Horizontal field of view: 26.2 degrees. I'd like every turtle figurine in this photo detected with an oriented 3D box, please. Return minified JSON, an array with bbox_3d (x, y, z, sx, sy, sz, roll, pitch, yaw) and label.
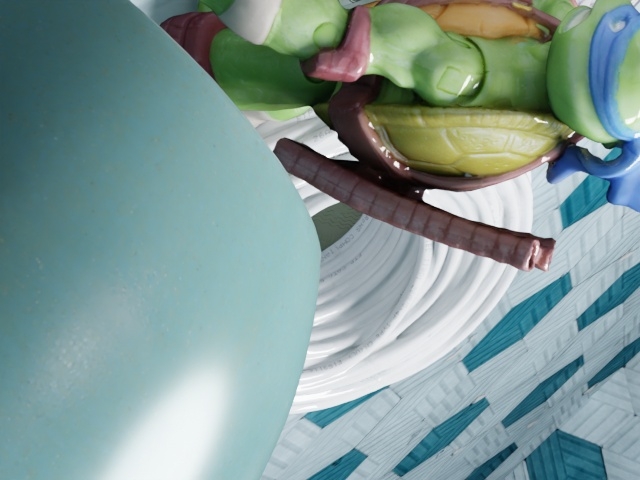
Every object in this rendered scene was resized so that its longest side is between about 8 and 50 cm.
[{"bbox_3d":[0.012,-0.126,0.569,0.266,0.275,0.198,-5,-141,43],"label":"turtle figurine"}]

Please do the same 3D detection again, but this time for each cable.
[{"bbox_3d":[0.000,0.000,0.816,0.257,0.089,0.257,-28,141,-4],"label":"cable"}]

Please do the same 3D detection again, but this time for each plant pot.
[{"bbox_3d":[-0.140,0.032,0.488,0.235,0.293,0.293,-47,163,-16],"label":"plant pot"}]

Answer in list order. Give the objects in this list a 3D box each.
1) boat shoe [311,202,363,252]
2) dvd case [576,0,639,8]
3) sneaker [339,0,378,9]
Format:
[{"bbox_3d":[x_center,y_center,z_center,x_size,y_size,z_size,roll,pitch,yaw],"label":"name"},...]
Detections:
[{"bbox_3d":[0.005,-0.033,0.928,0.233,0.084,0.079,-60,-170,32],"label":"boat shoe"},{"bbox_3d":[0.185,-0.185,0.965,0.164,0.018,0.221,-48,159,24],"label":"dvd case"},{"bbox_3d":[0.092,-0.180,0.730,0.225,0.093,0.088,-29,-177,15],"label":"sneaker"}]
